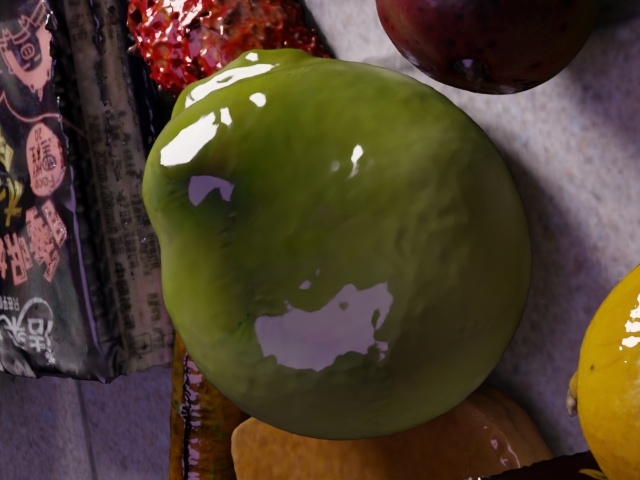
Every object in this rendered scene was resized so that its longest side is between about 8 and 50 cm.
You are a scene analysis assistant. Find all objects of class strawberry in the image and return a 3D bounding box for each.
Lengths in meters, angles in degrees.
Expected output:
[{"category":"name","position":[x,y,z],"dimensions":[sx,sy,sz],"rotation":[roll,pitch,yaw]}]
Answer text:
[{"category":"strawberry","position":[-0.077,-0.138,1.142],"dimensions":[0.140,0.085,0.192],"rotation":[-45,66,44]}]

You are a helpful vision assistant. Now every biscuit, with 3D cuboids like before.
[{"category":"biscuit","position":[0.043,0.222,1.108],"dimensions":[0.376,0.051,0.269],"rotation":[-34,70,47]}]

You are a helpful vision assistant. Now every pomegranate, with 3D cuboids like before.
[{"category":"pomegranate","position":[0.094,-0.162,0.894],"dimensions":[0.129,0.129,0.159],"rotation":[3,93,51]}]

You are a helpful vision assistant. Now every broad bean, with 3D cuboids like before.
[{"category":"broad bean","position":[0.000,0.000,1.018],"dimensions":[0.291,0.119,0.238],"rotation":[32,95,30]}]

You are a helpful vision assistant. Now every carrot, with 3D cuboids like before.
[{"category":"carrot","position":[-0.080,0.131,1.233],"dimensions":[0.070,0.070,0.260],"rotation":[20,112,47]}]

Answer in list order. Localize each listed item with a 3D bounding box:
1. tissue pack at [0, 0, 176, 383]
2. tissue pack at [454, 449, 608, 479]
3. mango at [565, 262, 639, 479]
[{"category":"tissue pack","position":[-0.218,-0.051,1.303],"dimensions":[0.245,0.123,0.332],"rotation":[-1,100,52]},{"category":"tissue pack","position":[0.222,0.273,0.783],"dimensions":[0.370,0.198,0.210],"rotation":[28,112,44]},{"category":"mango","position":[0.248,0.058,0.760],"dimensions":[0.317,0.119,0.176],"rotation":[-23,66,39]}]
